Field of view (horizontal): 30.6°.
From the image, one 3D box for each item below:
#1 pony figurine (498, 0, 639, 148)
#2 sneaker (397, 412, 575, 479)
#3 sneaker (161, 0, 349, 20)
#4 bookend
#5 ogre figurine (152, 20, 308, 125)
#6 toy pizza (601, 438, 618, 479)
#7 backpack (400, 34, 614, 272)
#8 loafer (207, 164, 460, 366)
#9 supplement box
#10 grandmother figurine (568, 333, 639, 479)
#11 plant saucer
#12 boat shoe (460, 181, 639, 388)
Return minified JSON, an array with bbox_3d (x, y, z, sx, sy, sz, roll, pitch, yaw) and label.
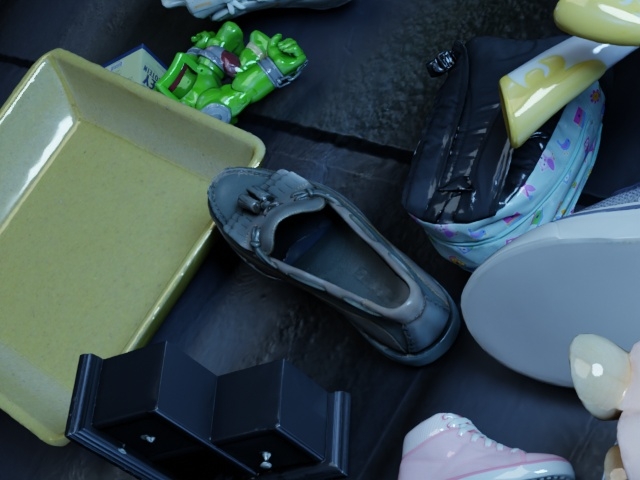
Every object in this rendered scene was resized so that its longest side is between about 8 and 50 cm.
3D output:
[{"bbox_3d":[0.279,-0.248,0.797,0.363,0.303,0.351,-11,62,7],"label":"pony figurine"},{"bbox_3d":[0.111,0.148,0.817,0.134,0.051,0.070,-18,55,33],"label":"sneaker"},{"bbox_3d":[-0.071,-0.265,1.209,0.262,0.099,0.121,12,44,45],"label":"sneaker"},{"bbox_3d":[-0.082,0.136,0.904,0.157,0.156,0.072,-17,50,27],"label":"bookend"},{"bbox_3d":[-0.106,-0.166,1.194,0.197,0.097,0.118,32,70,36],"label":"ogre figurine"},{"bbox_3d":[0.265,0.159,0.702,0.201,0.032,0.201,-22,48,26],"label":"toy pizza"},{"bbox_3d":[0.143,-0.065,0.904,0.152,0.115,0.182,2,58,44],"label":"backpack"},{"bbox_3d":[0.000,0.000,0.951,0.267,0.084,0.096,34,81,32],"label":"loafer"},{"bbox_3d":[-0.214,-0.157,1.299,0.083,0.056,0.083,-22,48,25],"label":"supplement box"},{"bbox_3d":[0.306,0.074,0.596,0.342,0.104,0.208,-24,87,37],"label":"grandmother figurine"},{"bbox_3d":[-0.242,0.002,1.154,0.333,0.081,0.333,27,78,34],"label":"plant saucer"},{"bbox_3d":[0.263,-0.003,0.775,0.340,0.127,0.158,-17,16,41],"label":"boat shoe"}]
